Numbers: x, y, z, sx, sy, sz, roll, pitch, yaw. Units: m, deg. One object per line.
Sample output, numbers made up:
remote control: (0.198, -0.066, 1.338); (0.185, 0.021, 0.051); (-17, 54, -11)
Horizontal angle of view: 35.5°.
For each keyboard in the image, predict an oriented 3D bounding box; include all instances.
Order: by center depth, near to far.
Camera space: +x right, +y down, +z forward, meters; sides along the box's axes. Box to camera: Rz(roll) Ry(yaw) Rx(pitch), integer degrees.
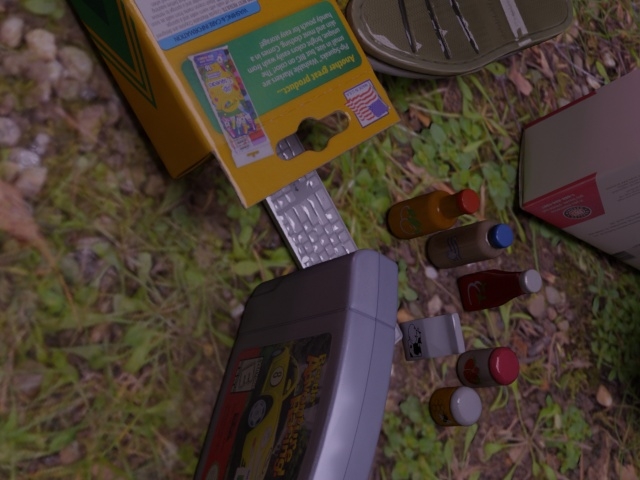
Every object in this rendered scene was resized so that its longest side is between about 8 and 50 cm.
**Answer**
keyboard: (0.000, 0.000, 0.954); (0.072, 0.014, 0.256); (-34, 100, -35)

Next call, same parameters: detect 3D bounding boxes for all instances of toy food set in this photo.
toy food set: (0.152, 0.064, 0.990); (0.111, 0.104, 0.232); (-5, 83, -36)

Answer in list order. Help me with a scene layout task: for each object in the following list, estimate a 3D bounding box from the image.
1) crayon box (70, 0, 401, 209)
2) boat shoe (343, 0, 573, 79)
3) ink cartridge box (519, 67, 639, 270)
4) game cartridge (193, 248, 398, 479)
crayon box: (-0.092, -0.198, 0.880); (0.203, 0.083, 0.323); (-32, 95, -36)
boat shoe: (0.130, -0.214, 1.036); (0.302, 0.103, 0.113); (-13, 85, -36)
ink cartridge box: (0.396, -0.063, 1.126); (0.283, 0.207, 0.117); (23, 59, -30)
game cartridge: (-0.026, 0.152, 0.789); (0.060, 0.196, 0.294); (28, 65, -28)
